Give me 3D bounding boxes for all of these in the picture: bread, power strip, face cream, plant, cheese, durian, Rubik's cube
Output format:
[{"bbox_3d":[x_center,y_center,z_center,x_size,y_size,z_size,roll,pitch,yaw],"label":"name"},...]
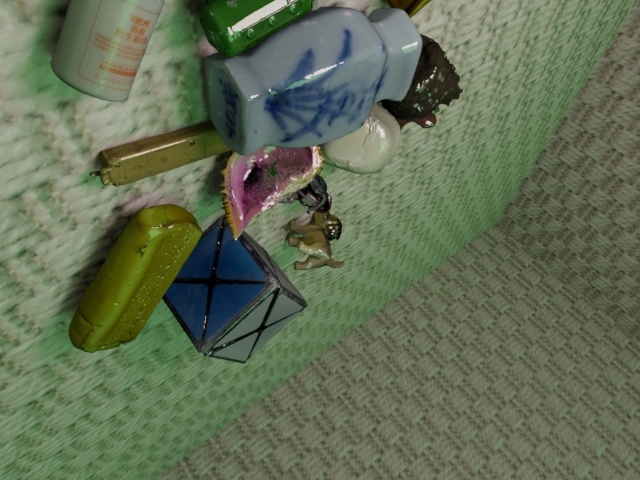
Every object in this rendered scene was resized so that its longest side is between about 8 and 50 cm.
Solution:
[{"bbox_3d":[-0.403,0.078,0.946,0.384,0.112,0.166,-53,156,18],"label":"bread"},{"bbox_3d":[-0.277,-0.170,0.828,0.305,0.044,0.064,-28,152,-33],"label":"power strip"},{"bbox_3d":[-0.254,-0.311,0.563,0.101,0.101,0.252,-3,134,-55],"label":"face cream"},{"bbox_3d":[0.234,-0.380,1.092,0.204,0.178,0.234,-47,149,3],"label":"plant"},{"bbox_3d":[0.101,-0.256,1.107,0.198,0.189,0.154,-57,-176,30],"label":"cheese"},{"bbox_3d":[-0.125,-0.159,0.977,0.260,0.154,0.187,-27,129,-19],"label":"durian"},{"bbox_3d":[-0.222,0.140,1.147,0.259,0.260,0.255,-40,155,0],"label":"Rubik's cube"}]

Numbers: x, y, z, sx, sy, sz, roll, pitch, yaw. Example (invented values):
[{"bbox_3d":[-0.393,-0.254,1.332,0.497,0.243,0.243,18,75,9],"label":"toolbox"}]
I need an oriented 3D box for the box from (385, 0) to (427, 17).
[{"bbox_3d":[0.277,-0.575,0.850,0.301,0.084,0.193,-41,-168,-4],"label":"box"}]

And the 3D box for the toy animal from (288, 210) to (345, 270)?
[{"bbox_3d":[-0.014,-0.007,1.339,0.168,0.233,0.121,5,129,-5],"label":"toy animal"}]

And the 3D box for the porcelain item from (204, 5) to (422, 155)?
[{"bbox_3d":[-0.008,-0.310,0.844,0.405,0.178,0.243,-27,152,-27],"label":"porcelain item"}]

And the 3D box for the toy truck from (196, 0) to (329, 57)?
[{"bbox_3d":[-0.082,-0.381,0.682,0.242,0.125,0.101,-38,154,-14],"label":"toy truck"}]

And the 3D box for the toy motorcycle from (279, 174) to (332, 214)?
[{"bbox_3d":[-0.045,-0.122,1.158,0.213,0.122,0.082,-8,152,-50],"label":"toy motorcycle"}]
